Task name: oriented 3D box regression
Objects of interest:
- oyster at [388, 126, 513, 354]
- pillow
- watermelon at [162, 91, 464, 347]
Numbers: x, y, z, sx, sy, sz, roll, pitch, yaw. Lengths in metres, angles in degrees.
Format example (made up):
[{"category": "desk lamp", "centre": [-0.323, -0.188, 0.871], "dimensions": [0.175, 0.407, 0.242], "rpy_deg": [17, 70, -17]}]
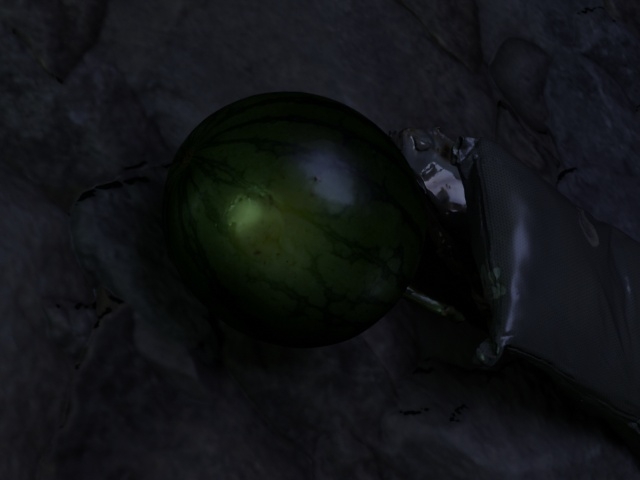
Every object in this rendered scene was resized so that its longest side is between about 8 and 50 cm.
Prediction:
[{"category": "oyster", "centre": [0.092, -0.006, 1.123], "dimensions": [0.165, 0.053, 0.108], "rpy_deg": [59, 19, 20]}, {"category": "pillow", "centre": [0.172, 0.041, 1.109], "dimensions": [0.255, 0.059, 0.169], "rpy_deg": [30, 52, -47]}, {"category": "watermelon", "centre": [0.000, 0.000, 0.970], "dimensions": [0.187, 0.141, 0.140], "rpy_deg": [36, 42, -21]}]
